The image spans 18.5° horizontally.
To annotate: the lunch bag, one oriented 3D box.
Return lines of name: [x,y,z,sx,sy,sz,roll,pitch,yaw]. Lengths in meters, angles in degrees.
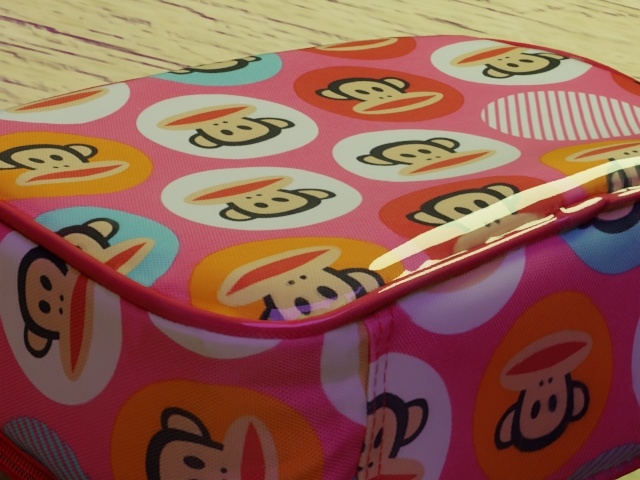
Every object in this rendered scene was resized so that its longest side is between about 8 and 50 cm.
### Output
lunch bag: [0.000,0.000,0.703,0.293,0.120,0.258,-14,29,-36]
